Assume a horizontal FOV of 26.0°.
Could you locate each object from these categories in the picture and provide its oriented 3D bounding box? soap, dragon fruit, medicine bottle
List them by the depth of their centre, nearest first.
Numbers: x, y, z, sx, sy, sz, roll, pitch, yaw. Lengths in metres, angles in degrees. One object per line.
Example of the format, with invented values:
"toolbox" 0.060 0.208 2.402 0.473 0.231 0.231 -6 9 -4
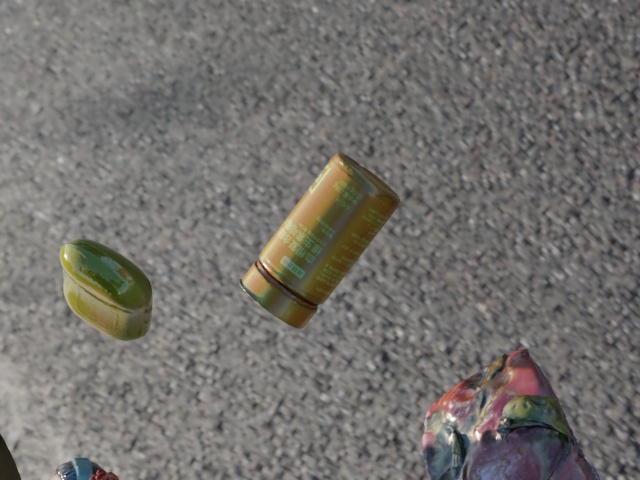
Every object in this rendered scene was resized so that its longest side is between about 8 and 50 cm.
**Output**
"dragon fruit" 0.165 0.219 1.174 0.147 0.282 0.211 -27 58 5
"soap" -0.183 0.042 1.195 0.089 0.140 0.045 29 67 4
"medicine bottle" 0.000 0.000 1.604 0.192 0.096 0.096 -52 45 9

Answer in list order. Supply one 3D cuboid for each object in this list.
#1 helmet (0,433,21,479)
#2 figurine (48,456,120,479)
"helmet" -0.323 0.214 0.989 0.224 0.130 0.198 2 97 3
"figurine" -0.164 0.176 0.835 0.106 0.047 0.060 -46 16 -12
